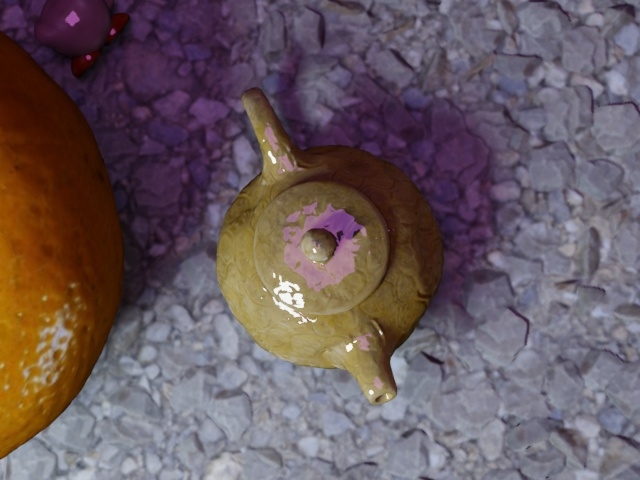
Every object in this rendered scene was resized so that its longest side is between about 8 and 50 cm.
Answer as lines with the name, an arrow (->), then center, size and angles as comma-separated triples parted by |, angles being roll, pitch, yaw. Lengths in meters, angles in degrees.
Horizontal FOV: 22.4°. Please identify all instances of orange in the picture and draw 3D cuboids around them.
orange -> -0.376, 0.004, 1.388 | 0.424, 0.326, 0.423 | 0, 91, -7

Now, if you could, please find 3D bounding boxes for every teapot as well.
teapot -> 0.000, 0.000, 1.435 | 0.203, 0.167, 0.311 | -23, 81, 2

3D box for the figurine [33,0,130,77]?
figurine -> -0.229, -0.208, 1.532 | 0.071, 0.067, 0.083 | 42, 71, -11
